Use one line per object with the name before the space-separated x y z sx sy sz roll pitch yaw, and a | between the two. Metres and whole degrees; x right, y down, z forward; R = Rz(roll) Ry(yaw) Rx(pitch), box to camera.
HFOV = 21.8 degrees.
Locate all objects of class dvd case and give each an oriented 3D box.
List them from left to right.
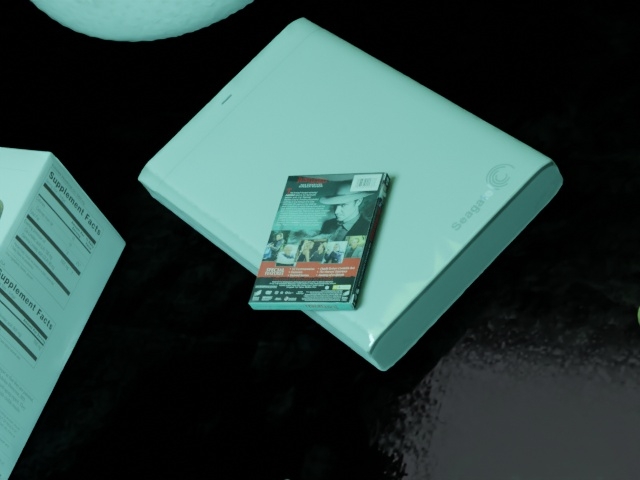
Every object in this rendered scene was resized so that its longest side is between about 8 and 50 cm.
dvd case | 0.000 0.000 1.261 0.087 0.013 0.119 -2 56 27

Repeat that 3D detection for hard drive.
hard drive | 0.015 -0.049 1.328 0.203 0.040 0.307 -46 48 -10

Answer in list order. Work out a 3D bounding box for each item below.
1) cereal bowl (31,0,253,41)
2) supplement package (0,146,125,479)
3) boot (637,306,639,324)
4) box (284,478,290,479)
cereal bowl | -0.127 -0.310 1.532 0.339 0.141 0.339 -14 50 17
supplement package | -0.287 0.057 1.338 0.139 0.134 0.244 6 59 30
boot | 0.329 0.056 1.062 0.213 0.077 0.165 -31 47 10
box | -0.001 0.212 1.129 0.083 0.052 0.062 22 67 36
